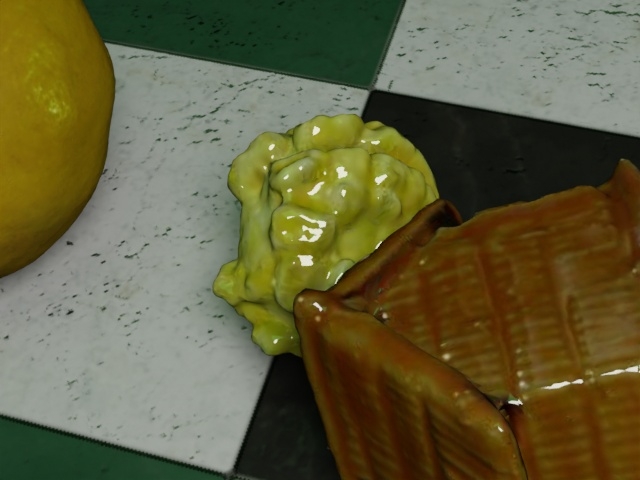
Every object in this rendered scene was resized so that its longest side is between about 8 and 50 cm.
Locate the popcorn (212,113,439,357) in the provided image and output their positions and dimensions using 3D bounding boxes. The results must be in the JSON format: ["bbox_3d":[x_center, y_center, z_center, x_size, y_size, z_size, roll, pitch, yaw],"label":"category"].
[{"bbox_3d":[0.008,0.003,0.731,0.142,0.173,0.173,29,61,33],"label":"popcorn"}]

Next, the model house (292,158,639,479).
[{"bbox_3d":[0.115,0.097,0.642,0.229,0.199,0.219,-10,32,10],"label":"model house"}]

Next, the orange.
[{"bbox_3d":[-0.277,-0.099,0.756,0.279,0.279,0.235,-1,28,3],"label":"orange"}]
